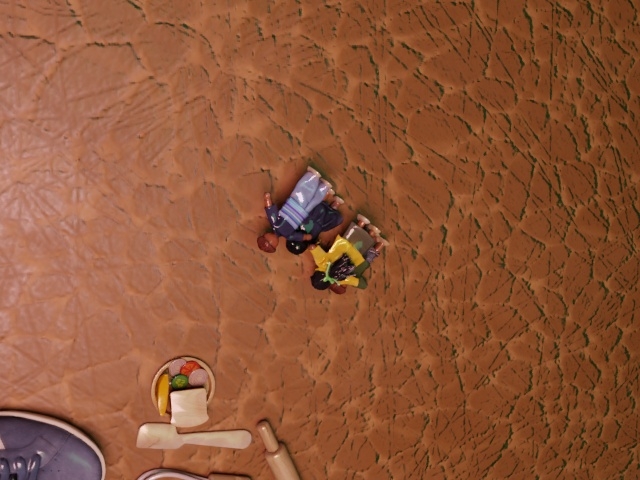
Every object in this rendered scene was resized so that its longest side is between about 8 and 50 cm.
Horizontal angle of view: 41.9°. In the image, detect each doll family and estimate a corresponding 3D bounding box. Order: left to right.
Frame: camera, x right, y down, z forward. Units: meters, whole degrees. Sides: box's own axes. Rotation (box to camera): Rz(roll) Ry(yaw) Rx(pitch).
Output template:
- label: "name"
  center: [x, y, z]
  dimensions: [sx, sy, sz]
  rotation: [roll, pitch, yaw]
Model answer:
- label: "doll family"
  center: [0.000, 0.000, 1.002]
  dimensions: [0.193, 0.076, 0.111]
  rotation: [42, 87, -18]

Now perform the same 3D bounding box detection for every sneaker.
- label: "sneaker"
  center: [-0.388, 0.245, 0.841]
  dimensions: [0.350, 0.148, 0.131]
  rotation: [11, 95, -24]

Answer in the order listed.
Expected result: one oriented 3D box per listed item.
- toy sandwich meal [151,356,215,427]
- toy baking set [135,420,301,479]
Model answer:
- label: "toy sandwich meal"
  center: [-0.160, 0.180, 0.987]
  dimensions: [0.085, 0.029, 0.086]
  rotation: [-4, 100, -22]
- label: "toy baking set"
  center: [-0.118, 0.315, 1.030]
  dimensions: [0.196, 0.030, 0.256]
  rotation: [-23, 108, -17]
